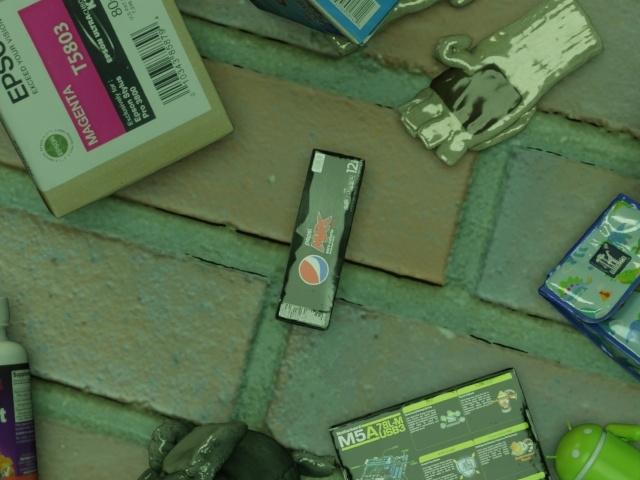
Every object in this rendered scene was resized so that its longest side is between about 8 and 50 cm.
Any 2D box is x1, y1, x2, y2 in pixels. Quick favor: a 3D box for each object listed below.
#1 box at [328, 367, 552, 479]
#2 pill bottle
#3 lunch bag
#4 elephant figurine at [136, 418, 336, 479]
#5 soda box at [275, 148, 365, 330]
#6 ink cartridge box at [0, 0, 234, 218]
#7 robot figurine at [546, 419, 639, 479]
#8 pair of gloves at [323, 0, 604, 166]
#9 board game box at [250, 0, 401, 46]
[{"bbox_3d":[0.124,0.236,1.567,0.191,0.045,0.184,-19,85,2],"label":"box"},{"bbox_3d":[-0.328,0.153,1.554,0.108,0.108,0.193,-6,87,2],"label":"pill bottle"},{"bbox_3d":[0.302,0.047,1.546,0.151,0.096,0.129,40,84,12],"label":"lunch bag"},{"bbox_3d":[-0.105,0.245,1.475,0.169,0.239,0.186,30,89,3],"label":"elephant figurine"},{"bbox_3d":[0.000,0.000,1.573,0.053,0.060,0.169,13,87,1],"label":"soda box"},{"bbox_3d":[-0.217,-0.167,1.527,0.193,0.088,0.234,-28,109,-9],"label":"ink cartridge box"},{"bbox_3d":[0.272,0.218,1.550,0.115,0.067,0.101,33,61,3],"label":"robot figurine"},{"bbox_3d":[0.129,-0.207,1.588,0.204,0.042,0.240,-42,85,3],"label":"pair of gloves"},{"bbox_3d":[-0.091,-0.316,1.420,0.308,0.302,0.086,41,88,-24],"label":"board game box"}]
